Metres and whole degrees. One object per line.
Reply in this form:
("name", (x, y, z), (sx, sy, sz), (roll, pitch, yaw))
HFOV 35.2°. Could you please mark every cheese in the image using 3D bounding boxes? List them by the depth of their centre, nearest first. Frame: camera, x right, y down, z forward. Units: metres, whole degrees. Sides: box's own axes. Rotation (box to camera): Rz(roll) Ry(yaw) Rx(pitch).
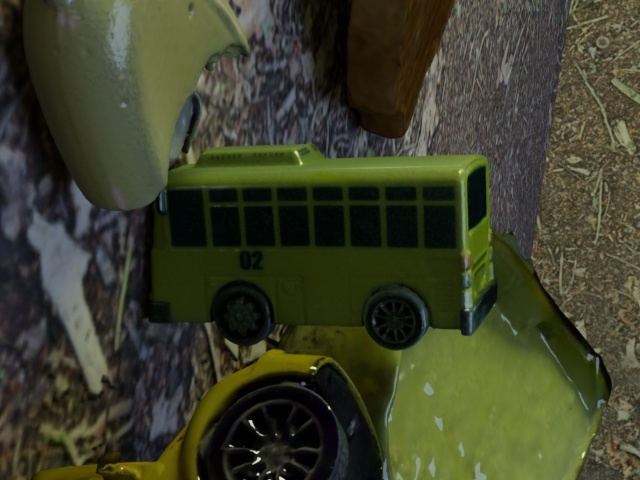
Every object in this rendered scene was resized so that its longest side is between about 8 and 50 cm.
("cheese", (-0.089, -0.102, 0.396), (0.235, 0.050, 0.127), (68, 35, -60))

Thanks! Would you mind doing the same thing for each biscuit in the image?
("biscuit", (0.083, -0.275, 0.795), (0.385, 0.062, 0.365), (91, 16, -60))

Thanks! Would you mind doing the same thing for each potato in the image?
("potato", (0.037, 0.127, 0.720), (0.330, 0.213, 0.280), (-56, 132, -37))

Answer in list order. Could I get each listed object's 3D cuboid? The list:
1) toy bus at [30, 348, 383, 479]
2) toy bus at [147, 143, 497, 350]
("toy bus", (-0.075, 0.204, 0.410), (0.145, 0.151, 0.331), (64, 38, -51))
("toy bus", (0.000, 0.000, 0.531), (0.088, 0.175, 0.101), (-30, 119, -69))
